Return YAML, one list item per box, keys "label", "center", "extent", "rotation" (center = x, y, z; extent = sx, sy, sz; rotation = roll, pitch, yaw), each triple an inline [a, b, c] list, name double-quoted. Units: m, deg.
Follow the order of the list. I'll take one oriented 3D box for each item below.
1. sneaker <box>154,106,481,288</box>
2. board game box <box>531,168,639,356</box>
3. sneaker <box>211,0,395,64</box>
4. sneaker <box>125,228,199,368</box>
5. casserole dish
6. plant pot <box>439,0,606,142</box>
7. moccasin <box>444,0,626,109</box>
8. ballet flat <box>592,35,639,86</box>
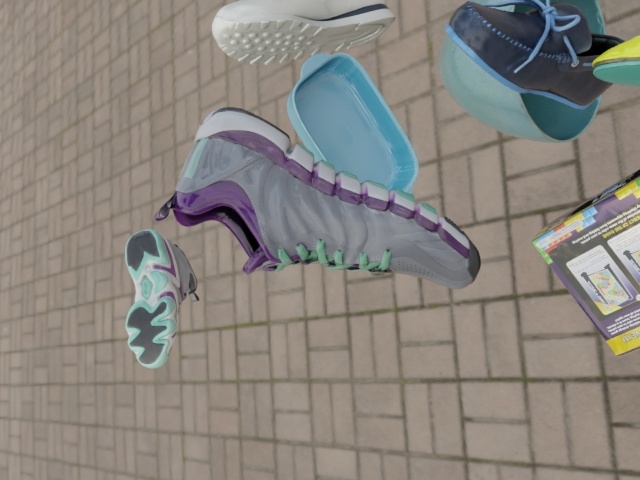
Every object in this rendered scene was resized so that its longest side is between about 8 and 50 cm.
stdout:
- label: "sneaker"
  center: [0.000, 0.000, 0.500]
  extent: [0.098, 0.224, 0.083]
  rotation: [-64, 3, -20]
- label: "board game box"
  center: [0.303, 0.010, 0.634]
  extent: [0.141, 0.048, 0.170]
  rotation: [54, 134, 1]
- label: "sneaker"
  center: [-0.026, -0.270, 0.820]
  extent: [0.090, 0.235, 0.094]
  rotation: [-27, 81, 56]
- label: "sneaker"
  center: [-0.108, 0.044, 0.512]
  extent: [0.038, 0.069, 0.098]
  rotation: [-8, 74, 18]
- label: "casserole dish"
  center: [0.032, -0.110, 0.760]
  extent: [0.037, 0.114, 0.188]
  rotation: [-13, 116, 55]
- label: "plant pot"
  center: [0.315, -0.304, 1.177]
  extent: [0.196, 0.290, 0.290]
  rotation: [4, 89, 48]
- label: "moccasin"
  center: [0.295, -0.270, 0.936]
  extent: [0.117, 0.342, 0.137]
  rotation: [-47, 61, 35]
- label: "ballet flat"
  center: [0.436, -0.217, 0.814]
  extent: [0.231, 0.077, 0.077]
  rotation: [16, 86, 43]
